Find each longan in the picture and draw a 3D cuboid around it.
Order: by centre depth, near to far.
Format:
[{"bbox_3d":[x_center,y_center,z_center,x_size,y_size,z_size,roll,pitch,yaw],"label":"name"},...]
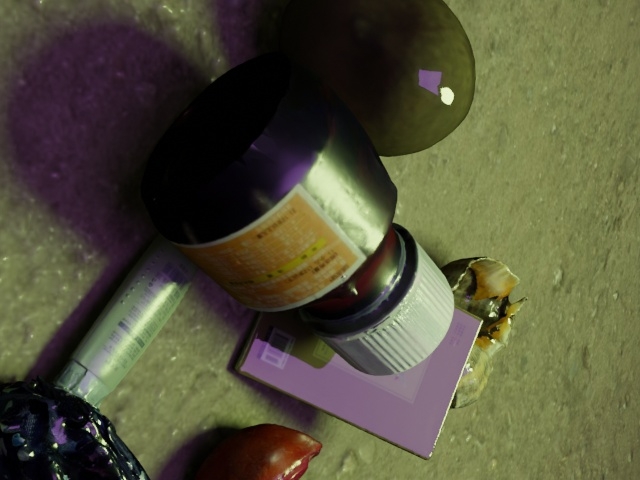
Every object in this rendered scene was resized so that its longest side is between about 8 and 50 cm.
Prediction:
[{"bbox_3d":[0.064,-0.214,1.032,0.246,0.246,0.215,33,68,-48],"label":"longan"}]

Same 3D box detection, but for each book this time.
[{"bbox_3d":[0.062,0.141,1.165,0.310,0.021,0.217,29,75,-18],"label":"book"}]

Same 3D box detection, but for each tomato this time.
[{"bbox_3d":[-0.094,0.297,1.088,0.189,0.099,0.173,-48,166,26],"label":"tomato"}]

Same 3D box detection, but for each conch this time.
[{"bbox_3d":[0.199,0.140,1.341,0.291,0.159,0.210,-37,110,-44],"label":"conch"}]

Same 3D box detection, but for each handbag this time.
[{"bbox_3d":[-0.242,0.249,0.850,0.113,0.162,0.260,-41,124,-34],"label":"handbag"}]

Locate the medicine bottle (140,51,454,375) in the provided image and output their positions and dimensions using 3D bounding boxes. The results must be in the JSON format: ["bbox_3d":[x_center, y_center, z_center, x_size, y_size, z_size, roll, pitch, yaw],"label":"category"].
[{"bbox_3d":[0.000,0.000,0.969,0.395,0.242,0.242,48,63,-33],"label":"medicine bottle"}]

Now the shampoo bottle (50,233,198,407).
[{"bbox_3d":[-0.208,0.086,0.932,0.212,0.049,0.072,-55,136,-26],"label":"shampoo bottle"}]
